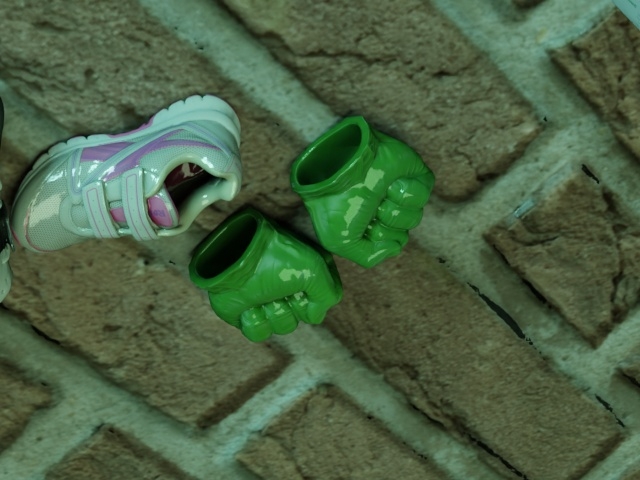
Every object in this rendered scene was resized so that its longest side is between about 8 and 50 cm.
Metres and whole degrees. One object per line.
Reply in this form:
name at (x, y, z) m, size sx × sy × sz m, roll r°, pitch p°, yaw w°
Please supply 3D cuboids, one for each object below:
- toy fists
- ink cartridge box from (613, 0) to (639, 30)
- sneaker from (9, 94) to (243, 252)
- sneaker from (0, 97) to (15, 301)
toy fists at (0.000, 0.000, 1.721) m, size 0.279 × 0.096 × 0.142 m, roll -42°, pitch 130°, yaw 12°
ink cartridge box at (0.344, -0.284, 1.481) m, size 0.071 × 0.324 × 0.330 m, roll -22°, pitch 131°, yaw -5°
sneaker at (-0.188, -0.051, 1.598) m, size 0.252 × 0.111 × 0.103 m, roll -26°, pitch 131°, yaw 0°
sneaker at (-0.357, -0.008, 1.577) m, size 0.146 × 0.122 × 0.330 m, roll 0°, pitch 121°, yaw -50°
